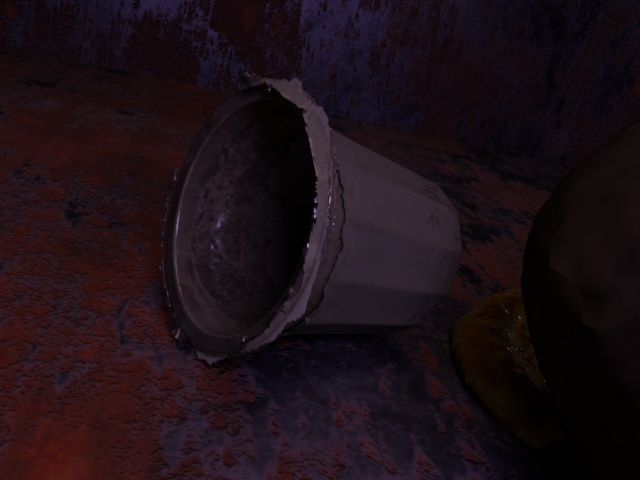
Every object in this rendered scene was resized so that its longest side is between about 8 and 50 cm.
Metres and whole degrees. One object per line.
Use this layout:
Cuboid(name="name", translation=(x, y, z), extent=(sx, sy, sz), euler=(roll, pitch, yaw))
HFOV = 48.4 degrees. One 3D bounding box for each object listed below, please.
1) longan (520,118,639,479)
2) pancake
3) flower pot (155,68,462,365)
Cuboid(name="longan", translation=(0.384, 0.079, 0.540), extent=(0.404, 0.403, 0.435), euler=(4, 37, -25))
Cuboid(name="pancake", translation=(0.253, 0.133, 0.825), extent=(0.198, 0.054, 0.376), euler=(15, 21, 1))
Cuboid(name="flower pot", translation=(0.000, 0.000, 0.757), extent=(0.259, 0.290, 0.290), euler=(15, 15, -40))
